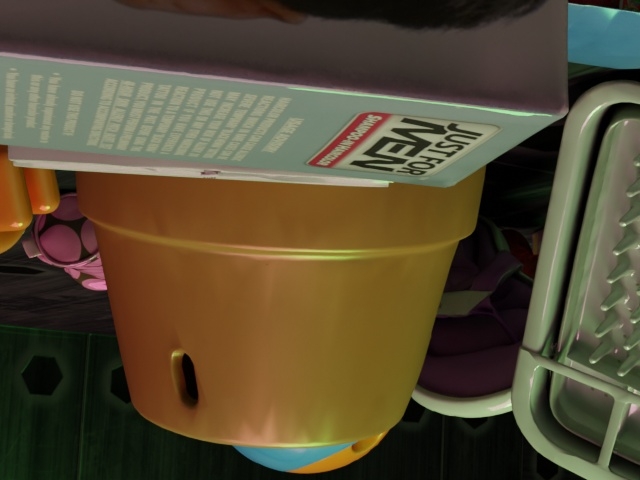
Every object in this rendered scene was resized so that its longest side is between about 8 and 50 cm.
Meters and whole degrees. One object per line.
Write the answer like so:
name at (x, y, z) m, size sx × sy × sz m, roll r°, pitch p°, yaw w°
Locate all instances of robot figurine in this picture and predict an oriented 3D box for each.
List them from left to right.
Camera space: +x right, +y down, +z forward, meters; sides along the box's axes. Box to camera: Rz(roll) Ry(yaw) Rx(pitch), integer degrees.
robot figurine at (-0.326, -0.048, 1.162) m, size 0.219 × 0.158 × 0.128 m, roll -1°, pitch 148°, yaw 24°

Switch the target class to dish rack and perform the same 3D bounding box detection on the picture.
dish rack at (0.295, 0.057, 1.021) m, size 0.285 × 0.333 × 0.072 m, roll 24°, pitch -145°, yaw 28°

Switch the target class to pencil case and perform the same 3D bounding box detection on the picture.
pencil case at (-0.264, 0.005, 1.586) m, size 0.098 × 0.095 × 0.209 m, roll -32°, pitch 168°, yaw -3°

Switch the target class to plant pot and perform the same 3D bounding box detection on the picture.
plant pot at (-0.032, 0.022, 1.013) m, size 0.290 × 0.204 × 0.291 m, roll 3°, pitch -169°, yaw -1°

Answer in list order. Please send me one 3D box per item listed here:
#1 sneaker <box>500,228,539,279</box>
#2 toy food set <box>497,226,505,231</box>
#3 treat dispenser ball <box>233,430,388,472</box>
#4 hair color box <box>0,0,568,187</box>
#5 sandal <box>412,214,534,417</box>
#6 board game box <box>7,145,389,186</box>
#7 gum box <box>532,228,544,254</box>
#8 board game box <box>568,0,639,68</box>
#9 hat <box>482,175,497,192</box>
sneaker at (0.237, 0.035, 1.481) m, size 0.087 × 0.221 × 0.128 m, roll 28°, pitch 122°, yaw -21°
toy food set at (0.112, 0.024, 1.636) m, size 0.217 × 0.071 × 0.128 m, roll -2°, pitch 170°, yaw 25°
treat dispenser ball at (-0.022, 0.169, 1.911) m, size 0.288 × 0.288 × 0.288 m, roll 3°, pitch 171°, yaw 0°
hair color box at (-0.119, -0.130, 0.412) m, size 0.374 × 0.185 × 0.113 m, roll 5°, pitch 170°, yaw -13°
sandal at (0.127, 0.050, 1.351) m, size 0.169 × 0.102 × 0.416 m, roll -31°, pitch -162°, yaw 1°
board game box at (-0.064, -0.080, 0.836) m, size 0.192 × 0.053 × 0.305 m, roll 3°, pitch -170°, yaw -4°
gum box at (0.276, 0.078, 1.553) m, size 0.062 × 0.188 × 0.107 m, roll 4°, pitch 170°, yaw -10°
board game box at (0.139, -0.133, 0.804) m, size 0.168 × 0.033 × 0.133 m, roll 8°, pitch 176°, yaw -1°
hat at (0.000, 0.000, 1.344) m, size 0.331 × 0.134 × 0.331 m, roll 4°, pitch 170°, yaw 1°
